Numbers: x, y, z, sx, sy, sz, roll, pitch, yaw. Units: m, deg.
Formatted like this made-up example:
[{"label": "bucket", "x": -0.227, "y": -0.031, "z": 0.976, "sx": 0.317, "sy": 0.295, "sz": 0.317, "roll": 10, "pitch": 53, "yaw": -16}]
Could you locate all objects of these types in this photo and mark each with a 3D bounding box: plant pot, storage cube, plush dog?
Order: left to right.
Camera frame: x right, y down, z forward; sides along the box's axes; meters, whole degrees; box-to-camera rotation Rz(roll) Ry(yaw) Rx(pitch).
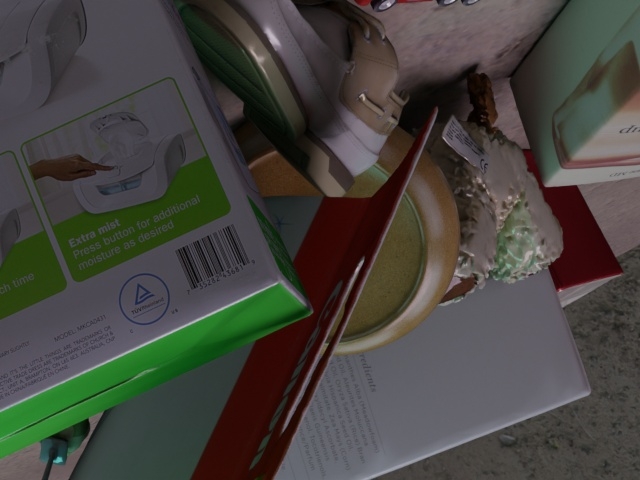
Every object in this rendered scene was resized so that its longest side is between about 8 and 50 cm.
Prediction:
[{"label": "plant pot", "x": 0.000, "y": 0.000, "z": 0.969, "sx": 0.236, "sy": 0.236, "sz": 0.032, "roll": -30, "pitch": -165, "yaw": 21}, {"label": "plush dog", "x": 0.087, "y": -0.041, "z": 1.134, "sx": 0.225, "sy": 0.211, "sz": 0.262, "roll": -11, "pitch": -179, "yaw": 37}, {"label": "storage cube", "x": 0.243, "y": 0.009, "z": 1.490, "sx": 0.183, "sy": 0.193, "sz": 0.215, "roll": -35, "pitch": 164, "yaw": 35}]

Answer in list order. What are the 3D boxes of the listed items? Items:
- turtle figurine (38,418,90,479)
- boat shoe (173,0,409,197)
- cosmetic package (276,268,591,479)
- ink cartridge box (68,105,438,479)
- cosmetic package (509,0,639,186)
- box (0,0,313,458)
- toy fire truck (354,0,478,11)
[{"label": "turtle figurine", "x": -0.272, "y": 0.094, "z": 0.916, "sx": 0.197, "sy": 0.275, "sz": 0.266, "roll": 10, "pitch": 169, "yaw": 1}, {"label": "boat shoe", "x": -0.010, "y": -0.123, "z": 0.773, "sx": 0.103, "sy": 0.113, "sz": 0.302, "roll": -46, "pitch": 164, "yaw": -2}, {"label": "cosmetic package", "x": 0.032, "y": 0.170, "z": 1.228, "sx": 0.453, "sy": 0.162, "sz": 0.230, "roll": -16, "pitch": 173, "yaw": -25}, {"label": "ink cartridge box", "x": -0.080, "y": 0.094, "z": 0.748, "sx": 0.308, "sy": 0.091, "sz": 0.385, "roll": -64, "pitch": -173, "yaw": -29}, {"label": "cosmetic package", "x": 0.303, "y": -0.167, "z": 1.024, "sx": 0.153, "sy": 0.129, "sz": 0.296, "roll": -9, "pitch": 163, "yaw": -14}, {"label": "box", "x": -0.173, "y": -0.018, "z": 0.580, "sx": 0.262, "sy": 0.231, "sz": 0.127, "roll": -26, "pitch": 167, "yaw": 2}, {"label": "toy fire truck", "x": 0.115, "y": -0.212, "z": 0.749, "sx": 0.192, "sy": 0.047, "sz": 0.135, "roll": -13, "pitch": 161, "yaw": -39}]
